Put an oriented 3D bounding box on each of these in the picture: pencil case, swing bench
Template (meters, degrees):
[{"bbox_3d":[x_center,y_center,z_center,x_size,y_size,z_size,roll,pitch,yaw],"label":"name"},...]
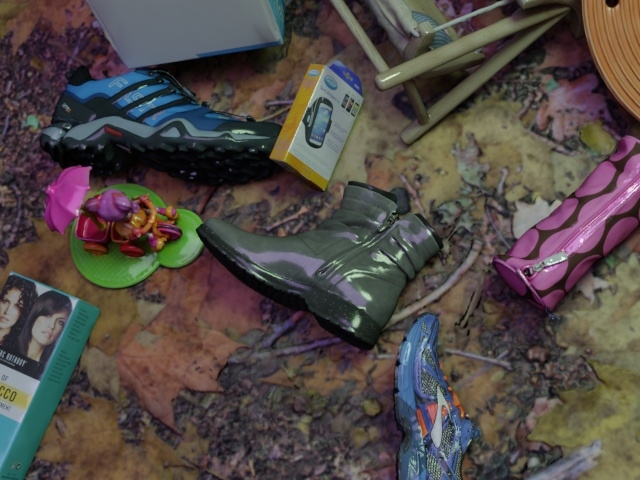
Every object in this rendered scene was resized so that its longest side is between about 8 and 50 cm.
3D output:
[{"bbox_3d":[0.277,-0.019,1.169,0.209,0.098,0.095,-45,68,-2],"label":"pencil case"},{"bbox_3d":[0.125,-0.294,1.256,0.254,0.165,0.253,-33,68,3],"label":"swing bench"}]

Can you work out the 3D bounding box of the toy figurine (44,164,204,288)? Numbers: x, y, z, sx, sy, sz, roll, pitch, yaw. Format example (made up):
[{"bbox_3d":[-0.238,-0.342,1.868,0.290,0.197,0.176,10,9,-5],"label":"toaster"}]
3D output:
[{"bbox_3d":[-0.234,-0.025,1.274,0.173,0.159,0.130,5,75,15],"label":"toy figurine"}]

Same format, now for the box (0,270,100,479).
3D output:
[{"bbox_3d":[-0.353,0.168,1.301,0.100,0.060,0.244,19,80,19],"label":"box"}]

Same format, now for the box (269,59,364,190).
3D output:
[{"bbox_3d":[0.000,-0.134,1.285,0.028,0.081,0.136,12,75,41],"label":"box"}]

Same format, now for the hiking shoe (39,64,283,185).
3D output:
[{"bbox_3d":[-0.178,-0.146,1.321,0.304,0.113,0.132,6,70,13],"label":"hiking shoe"}]

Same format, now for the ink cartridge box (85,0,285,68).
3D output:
[{"bbox_3d":[-0.153,-0.372,1.303,0.198,0.197,0.270,-6,56,13],"label":"ink cartridge box"}]

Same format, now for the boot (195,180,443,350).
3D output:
[{"bbox_3d":[0.000,0.000,1.258,0.246,0.083,0.161,29,76,15],"label":"boot"}]

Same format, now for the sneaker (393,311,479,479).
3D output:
[{"bbox_3d":[0.119,0.183,1.171,0.087,0.083,0.221,-1,79,1],"label":"sneaker"}]

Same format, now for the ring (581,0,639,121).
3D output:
[{"bbox_3d":[0.436,-0.254,1.164,0.336,0.032,0.337,1,100,4],"label":"ring"}]
